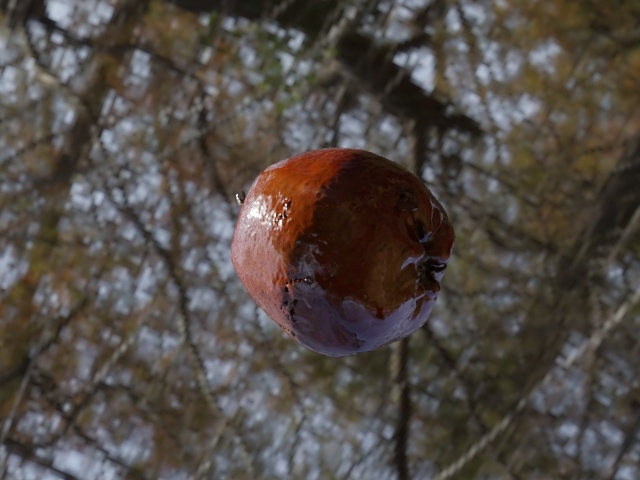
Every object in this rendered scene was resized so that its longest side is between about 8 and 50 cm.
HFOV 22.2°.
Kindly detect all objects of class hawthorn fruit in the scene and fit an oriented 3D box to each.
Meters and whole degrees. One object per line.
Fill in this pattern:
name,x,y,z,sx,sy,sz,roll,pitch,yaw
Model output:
hawthorn fruit,0.000,0.000,1.651,0.211,0.211,0.299,-6,-160,-43
